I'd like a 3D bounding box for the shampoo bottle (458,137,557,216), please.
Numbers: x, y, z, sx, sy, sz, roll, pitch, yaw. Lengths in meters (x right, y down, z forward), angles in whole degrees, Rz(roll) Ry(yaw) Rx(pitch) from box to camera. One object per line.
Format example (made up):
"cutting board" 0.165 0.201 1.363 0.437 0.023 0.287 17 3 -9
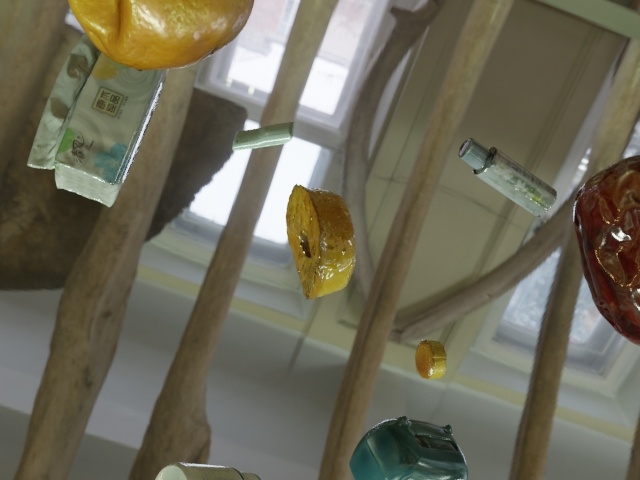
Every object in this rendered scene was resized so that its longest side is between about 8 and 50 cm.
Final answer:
"shampoo bottle" 0.361 -0.126 1.335 0.214 0.072 0.072 30 -161 -18

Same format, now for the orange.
"orange" -0.197 -0.343 0.866 0.248 0.183 0.249 0 -130 0

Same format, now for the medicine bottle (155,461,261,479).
"medicine bottle" -0.260 0.608 1.633 0.258 0.143 0.143 27 -168 -45

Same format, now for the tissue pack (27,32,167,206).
"tissue pack" -0.328 -0.190 1.014 0.145 0.229 0.159 21 166 -15

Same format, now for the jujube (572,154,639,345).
"jujube" 0.421 0.020 0.858 0.183 0.183 0.243 -3 -113 -44

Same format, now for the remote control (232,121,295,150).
"remote control" -0.140 -0.257 1.682 0.162 0.029 0.061 -6 -132 18

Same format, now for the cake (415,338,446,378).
"cake" 0.227 0.247 1.429 0.044 0.084 0.084 4 -154 -18

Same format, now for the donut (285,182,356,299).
"donut" 0.001 0.003 1.635 0.108 0.278 0.277 -4 -150 -18

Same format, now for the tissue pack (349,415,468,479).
"tissue pack" 0.237 0.566 1.750 0.287 0.206 0.198 21 -154 -35
